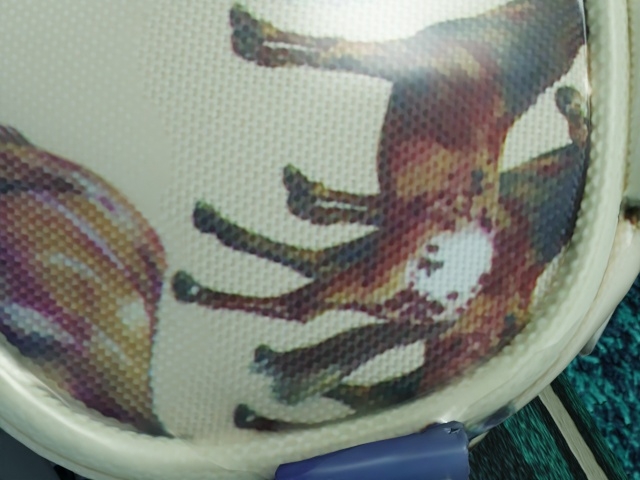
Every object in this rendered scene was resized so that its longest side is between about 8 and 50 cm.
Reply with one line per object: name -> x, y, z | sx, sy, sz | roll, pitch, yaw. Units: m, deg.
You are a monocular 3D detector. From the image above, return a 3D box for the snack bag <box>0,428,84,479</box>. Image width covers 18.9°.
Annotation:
snack bag -> -0.121, 0.050, 0.367 | 0.343, 0.037, 0.323 | 58, 9, 8

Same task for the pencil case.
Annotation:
pencil case -> 0.000, 0.000, 0.556 | 0.183, 0.160, 0.410 | 17, -7, 5
